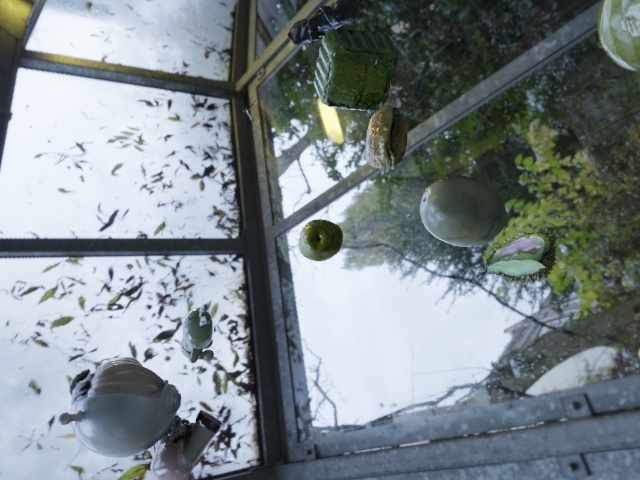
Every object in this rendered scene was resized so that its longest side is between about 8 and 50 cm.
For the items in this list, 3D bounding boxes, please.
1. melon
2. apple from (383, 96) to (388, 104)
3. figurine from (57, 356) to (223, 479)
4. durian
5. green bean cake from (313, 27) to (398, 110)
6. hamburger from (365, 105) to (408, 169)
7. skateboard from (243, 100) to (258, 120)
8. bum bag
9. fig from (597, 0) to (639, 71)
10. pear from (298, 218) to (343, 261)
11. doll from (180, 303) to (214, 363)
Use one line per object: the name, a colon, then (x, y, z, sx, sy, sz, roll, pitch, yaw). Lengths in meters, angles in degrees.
melon: (0.545, -0.111, 1.682, 0.331, 0.268, 0.268, 14, -129, -8)
apple: (0.185, -0.522, 1.558, 0.114, 0.102, 0.099, 40, -177, 21)
figurine: (-0.433, 0.444, 1.091, 0.361, 0.253, 0.211, 52, -169, -22)
durian: (0.510, 0.051, 1.108, 0.137, 0.221, 0.095, -46, -76, -21)
green bean cake: (0.098, -0.475, 1.248, 0.215, 0.200, 0.113, -3, -129, -15)
hamburger: (0.189, -0.308, 1.359, 0.207, 0.136, 0.155, -63, -29, -47)
skateboard: (-0.296, -0.576, 1.951, 0.063, 0.032, 0.083, 56, -130, -41)
bum bag: (0.014, -0.783, 1.573, 0.074, 0.310, 0.136, 36, -134, -50)
fig: (0.771, -0.538, 1.024, 0.271, 0.239, 0.239, 41, -138, -26)
pear: (0.001, 0.001, 1.866, 0.198, 0.198, 0.198, 26, -131, -35)
doll: (-0.414, 0.316, 1.479, 0.113, 0.275, 0.154, -1, -131, -13)
